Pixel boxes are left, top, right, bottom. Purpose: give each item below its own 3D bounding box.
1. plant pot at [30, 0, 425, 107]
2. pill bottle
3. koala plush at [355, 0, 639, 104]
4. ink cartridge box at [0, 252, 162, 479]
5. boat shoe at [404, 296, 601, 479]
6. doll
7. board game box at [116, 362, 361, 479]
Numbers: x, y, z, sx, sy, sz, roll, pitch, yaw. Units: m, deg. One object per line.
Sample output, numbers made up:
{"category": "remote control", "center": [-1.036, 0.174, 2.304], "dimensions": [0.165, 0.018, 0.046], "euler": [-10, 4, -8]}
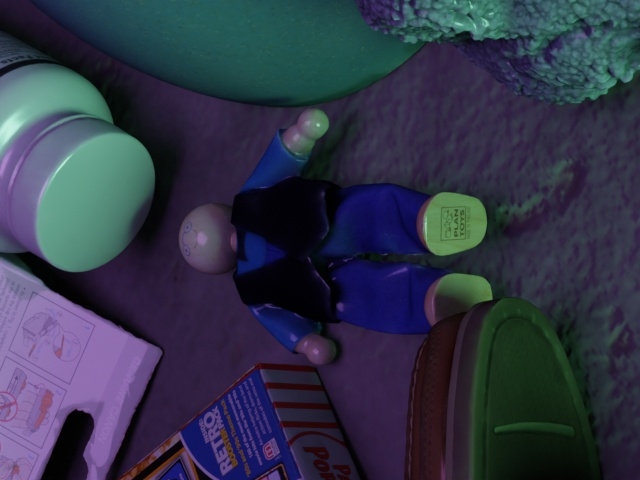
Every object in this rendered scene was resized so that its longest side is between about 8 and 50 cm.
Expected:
{"category": "plant pot", "center": [-0.076, -0.212, 0.878], "dimensions": [0.290, 0.195, 0.290], "euler": [1, 91, 41]}
{"category": "pill bottle", "center": [-0.182, -0.058, 1.028], "dimensions": [0.193, 0.108, 0.108], "euler": [31, 110, 37]}
{"category": "koala plush", "center": [0.142, -0.110, 0.709], "dimensions": [0.221, 0.203, 0.196], "euler": [31, 111, 24]}
{"category": "ink cartridge box", "center": [-0.212, 0.084, 1.076], "dimensions": [0.224, 0.056, 0.181], "euler": [27, 103, 10]}
{"category": "boat shoe", "center": [0.061, 0.181, 0.815], "dimensions": [0.104, 0.110, 0.307], "euler": [-7, 85, 40]}
{"category": "doll", "center": [0.000, 0.000, 0.910], "dimensions": [0.189, 0.046, 0.129], "euler": [3, 102, 47]}
{"category": "board game box", "center": [-0.054, 0.174, 0.947], "dimensions": [0.193, 0.045, 0.147], "euler": [-39, 60, 32]}
